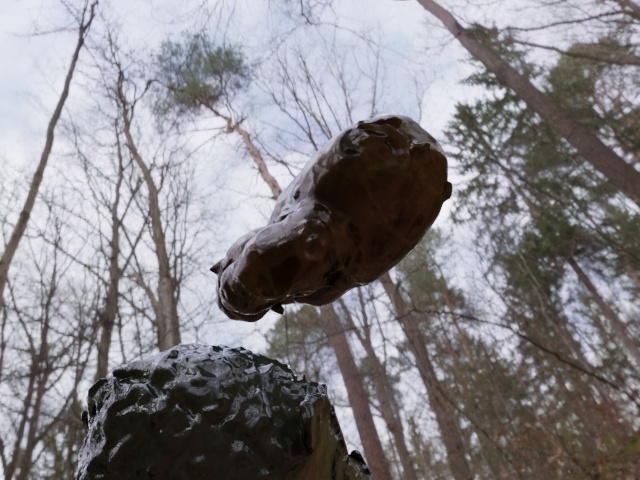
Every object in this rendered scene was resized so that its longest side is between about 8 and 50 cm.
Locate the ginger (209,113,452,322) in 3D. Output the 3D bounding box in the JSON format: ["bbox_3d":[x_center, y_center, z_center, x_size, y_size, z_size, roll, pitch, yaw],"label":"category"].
[{"bbox_3d":[0.001,0.000,0.735,0.152,0.357,0.274,43,-103,-3],"label":"ginger"}]

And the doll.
[{"bbox_3d":[-0.064,0.218,0.472,0.247,0.247,0.349,-8,-44,-9],"label":"doll"}]
